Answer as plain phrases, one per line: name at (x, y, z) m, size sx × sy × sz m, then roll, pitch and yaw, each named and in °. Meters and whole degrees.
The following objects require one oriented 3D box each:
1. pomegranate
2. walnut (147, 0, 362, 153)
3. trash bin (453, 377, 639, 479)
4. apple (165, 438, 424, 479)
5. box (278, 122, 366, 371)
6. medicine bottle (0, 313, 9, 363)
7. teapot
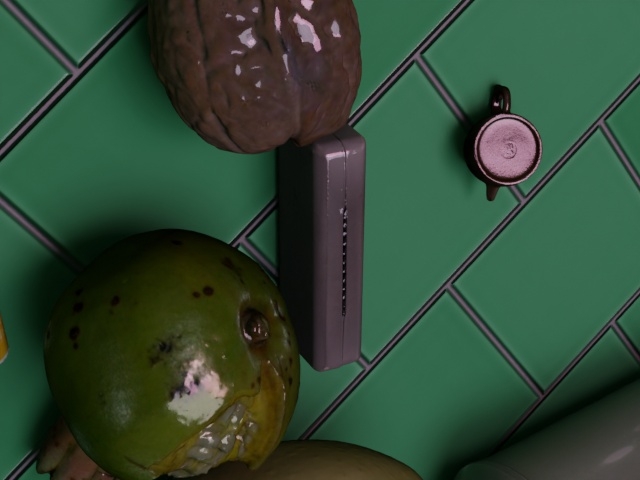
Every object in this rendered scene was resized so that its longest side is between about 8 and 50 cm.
pomegranate at (-0.157, 0.126, 1.244) m, size 0.236 × 0.236 × 0.302 m, roll 17°, pitch 137°, yaw -38°
walnut at (-0.058, -0.181, 1.164) m, size 0.178 × 0.178 × 0.230 m, roll -21°, pitch 118°, yaw -23°
trash bin at (0.358, 0.320, 1.628) m, size 0.432 × 0.280 × 0.280 m, roll -25°, pitch 125°, yaw -25°
apple at (-0.031, 0.365, 1.349) m, size 0.357 × 0.357 × 0.357 m, roll -15°, pitch 121°, yaw -27°
box at (0.000, 0.000, 1.329) m, size 0.055 × 0.103 × 0.244 m, roll -13°, pitch 121°, yaw -23°
medicine bottle at (-0.310, 0.010, 1.151) m, size 0.074 × 0.074 × 0.218 m, roll -21°, pitch 125°, yaw -23°
teapot at (0.183, -0.101, 1.427) m, size 0.076 × 0.068 × 0.121 m, roll 1°, pitch 92°, yaw -12°
